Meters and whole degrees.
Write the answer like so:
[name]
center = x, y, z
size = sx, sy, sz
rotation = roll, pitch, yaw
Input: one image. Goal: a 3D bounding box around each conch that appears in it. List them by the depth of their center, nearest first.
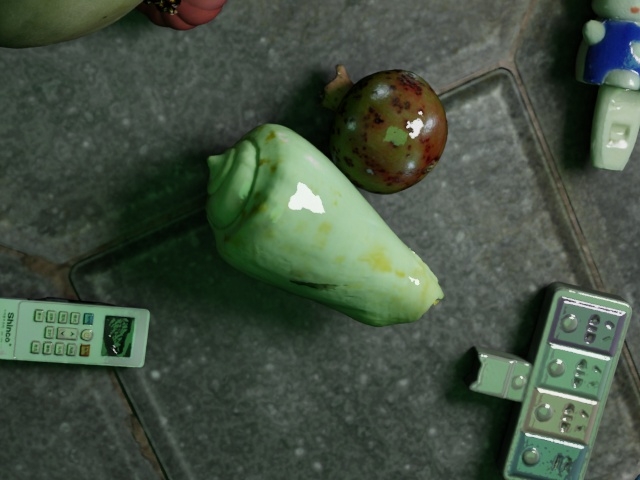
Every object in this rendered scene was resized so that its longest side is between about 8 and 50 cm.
[conch]
center = -0.014, -0.002, 1.505
size = 0.143, 0.137, 0.250
rotation = -39, 124, 13

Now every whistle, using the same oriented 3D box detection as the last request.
[whistle]
center = 0.308, -0.189, 1.549
size = 0.110, 0.092, 0.244
rotation = 6, 98, -22

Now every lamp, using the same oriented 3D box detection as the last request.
[lamp]
center = -0.133, -0.249, 1.456
size = 0.108, 0.092, 0.107
rotation = 10, 116, 20

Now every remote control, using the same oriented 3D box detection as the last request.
[remote control]
center = -0.253, 0.087, 1.532
size = 0.166, 0.029, 0.065
rotation = 5, 99, -16

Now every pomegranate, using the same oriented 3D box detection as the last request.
[pomegranate]
center = 0.058, -0.106, 1.505
size = 0.130, 0.130, 0.130
rotation = -2, 101, -10

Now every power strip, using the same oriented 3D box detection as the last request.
[power strip]
center = 0.224, 0.146, 1.622
size = 0.145, 0.061, 0.215
rotation = 14, 97, -6

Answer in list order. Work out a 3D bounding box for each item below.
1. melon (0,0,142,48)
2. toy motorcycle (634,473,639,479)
[melon]
center = -0.231, -0.305, 1.324
size = 0.308, 0.272, 0.271
rotation = -26, 106, 23
[toy motorcycle]
center = 0.425, 0.347, 1.634
size = 0.260, 0.206, 0.154
rotation = 32, 50, -13
